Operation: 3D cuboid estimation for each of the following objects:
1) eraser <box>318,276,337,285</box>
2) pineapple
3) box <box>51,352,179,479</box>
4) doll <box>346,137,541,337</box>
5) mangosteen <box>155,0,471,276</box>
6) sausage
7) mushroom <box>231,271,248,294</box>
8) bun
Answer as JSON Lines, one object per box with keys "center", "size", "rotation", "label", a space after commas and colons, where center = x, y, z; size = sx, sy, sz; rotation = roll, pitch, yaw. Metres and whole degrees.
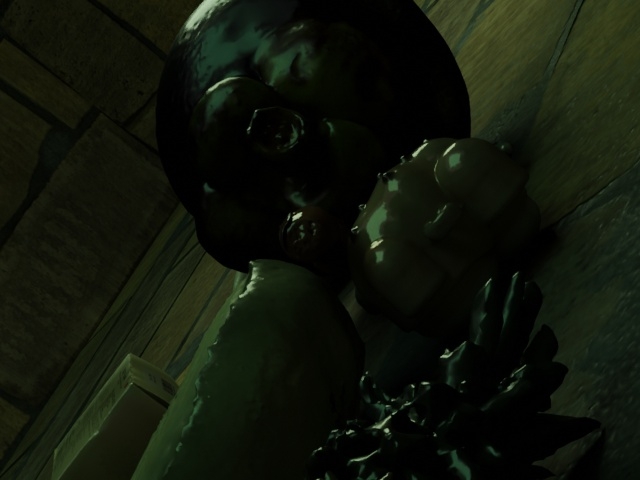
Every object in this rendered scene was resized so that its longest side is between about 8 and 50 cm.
{"center": [-0.002, 0.013, 1.555], "size": [0.243, 0.059, 0.204], "rotation": [-53, 7, 30], "label": "eraser"}
{"center": [0.034, 0.138, 0.666], "size": [0.169, 0.169, 0.340], "rotation": [-45, 9, 40], "label": "pineapple"}
{"center": [-0.247, 0.243, 1.805], "size": [0.168, 0.095, 0.212], "rotation": [-55, 10, 0], "label": "box"}
{"center": [0.090, -0.014, 1.109], "size": [0.154, 0.119, 0.278], "rotation": [-50, 0, 10], "label": "doll"}
{"center": [-0.014, -0.092, 1.325], "size": [0.297, 0.297, 0.313], "rotation": [-41, 26, 52], "label": "mangosteen"}
{"center": [0.000, 0.000, 1.063], "size": [0.043, 0.043, 0.186], "rotation": [-53, -8, 1], "label": "sausage"}
{"center": [-0.082, 0.062, 1.654], "size": [0.068, 0.043, 0.306], "rotation": [114, 173, -50], "label": "mushroom"}
{"center": [-0.047, 0.155, 1.025], "size": [0.287, 0.146, 0.287], "rotation": [-63, -2, -3], "label": "bun"}
